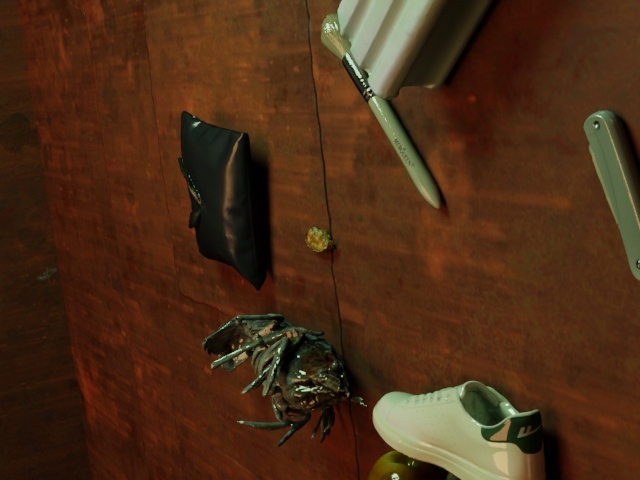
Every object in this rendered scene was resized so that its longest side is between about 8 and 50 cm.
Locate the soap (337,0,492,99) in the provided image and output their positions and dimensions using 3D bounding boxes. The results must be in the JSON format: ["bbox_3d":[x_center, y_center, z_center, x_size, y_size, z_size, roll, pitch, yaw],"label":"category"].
[{"bbox_3d":[0.110,-0.302,1.116,0.173,0.095,0.289,63,149,25],"label":"soap"}]

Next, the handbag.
[{"bbox_3d":[-0.158,-0.069,1.726,0.211,0.088,0.254,28,129,53],"label":"handbag"}]

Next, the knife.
[{"bbox_3d":[0.273,-0.039,0.989,0.044,0.023,0.162,-29,74,59],"label":"knife"}]

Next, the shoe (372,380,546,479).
[{"bbox_3d":[0.158,0.200,1.240,0.265,0.095,0.110,23,116,51],"label":"shoe"}]

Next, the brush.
[{"bbox_3d":[0.074,-0.157,1.315,0.299,0.039,0.042,62,152,22],"label":"brush"}]

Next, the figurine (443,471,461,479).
[{"bbox_3d":[0.176,0.290,1.285,0.106,0.047,0.060,156,119,-70],"label":"figurine"}]

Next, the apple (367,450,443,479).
[{"bbox_3d":[0.103,0.314,1.354,0.114,0.099,0.102,-7,-87,-77],"label":"apple"}]

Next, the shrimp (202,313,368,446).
[{"bbox_3d":[-0.061,0.182,1.583,0.221,0.166,0.410,52,177,-23],"label":"shrimp"}]

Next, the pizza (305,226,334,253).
[{"bbox_3d":[0.000,0.000,1.530,0.083,0.016,0.037,9,110,65],"label":"pizza"}]
